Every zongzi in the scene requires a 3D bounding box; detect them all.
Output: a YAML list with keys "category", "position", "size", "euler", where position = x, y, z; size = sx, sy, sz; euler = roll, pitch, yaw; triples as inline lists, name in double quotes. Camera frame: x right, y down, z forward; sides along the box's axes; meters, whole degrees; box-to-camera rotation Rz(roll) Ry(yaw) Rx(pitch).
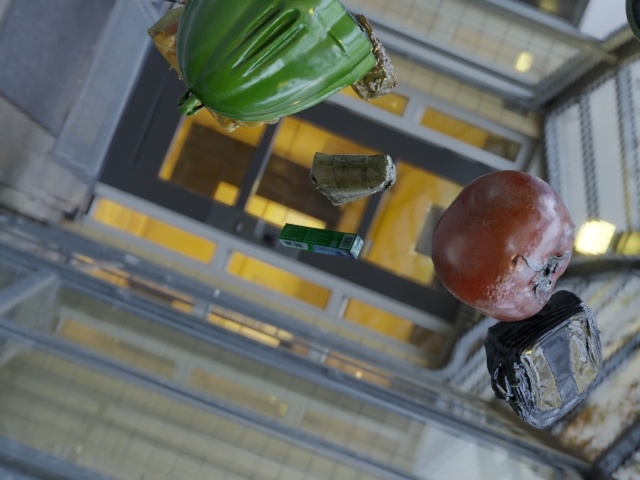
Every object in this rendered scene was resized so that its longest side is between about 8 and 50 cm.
- category: "zongzi"
  position: [0.076, -0.103, 2.138]
  size: [0.176, 0.160, 0.078]
  euler: [54, 45, -61]

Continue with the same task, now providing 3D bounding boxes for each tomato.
- category: "tomato"
  position: [0.268, 0.002, 1.699]
  size: [0.232, 0.188, 0.232]
  euler: [-40, 143, -39]

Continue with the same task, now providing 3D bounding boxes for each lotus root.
- category: "lotus root"
  position: [-0.067, -0.175, 1.045]
  size: [0.186, 0.186, 0.186]
  euler: [-158, -90, -87]

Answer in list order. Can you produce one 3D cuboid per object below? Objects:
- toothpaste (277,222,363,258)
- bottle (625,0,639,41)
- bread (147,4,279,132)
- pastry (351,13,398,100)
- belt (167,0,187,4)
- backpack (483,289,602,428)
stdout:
- category: "toothpaste"
  position: [0.000, 0.000, 1.090]
  size: [0.017, 0.083, 0.020]
  euler: [53, 54, -49]
- category: "bottle"
  position: [0.639, -0.405, 1.865]
  size: [0.347, 0.168, 0.168]
  euler: [-25, 147, -48]
- category: "bread"
  position: [-0.135, -0.237, 1.560]
  size: [0.125, 0.188, 0.068]
  euler: [-4, -139, 50]
- category: "pastry"
  position: [0.048, -0.210, 1.310]
  size: [0.097, 0.057, 0.109]
  euler: [48, 17, -51]
- category: "belt"
  position: [-0.209, -0.509, 1.713]
  size: [0.126, 0.094, 0.360]
  euler: [-27, -119, 46]
- category: "backpack"
  position: [0.369, 0.201, 1.862]
  size: [0.133, 0.206, 0.258]
  euler: [52, -11, 52]
